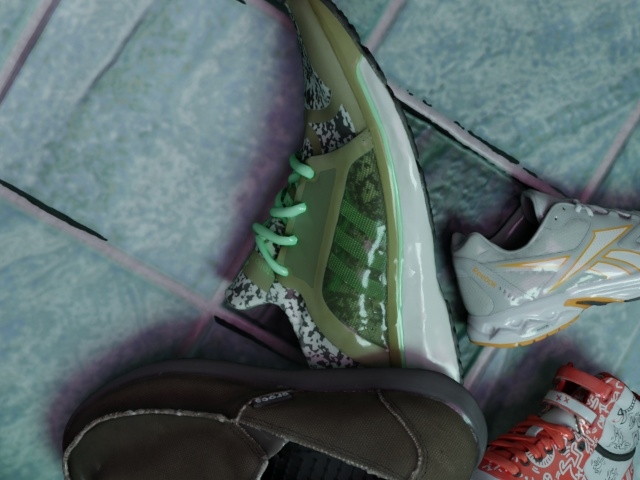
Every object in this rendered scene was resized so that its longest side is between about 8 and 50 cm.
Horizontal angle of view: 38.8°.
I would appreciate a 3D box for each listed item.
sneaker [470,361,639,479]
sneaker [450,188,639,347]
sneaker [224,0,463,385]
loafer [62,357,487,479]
[{"bbox_3d":[0.189,0.178,0.800,0.270,0.090,0.145,10,95,-39],"label":"sneaker"},{"bbox_3d":[0.240,-0.002,0.815,0.262,0.099,0.121,-22,98,-7],"label":"sneaker"},{"bbox_3d":[0.000,0.000,0.752,0.182,0.158,0.410,-13,99,1],"label":"sneaker"},{"bbox_3d":[-0.059,0.174,0.710,0.366,0.130,0.134,-9,115,21],"label":"loafer"}]
